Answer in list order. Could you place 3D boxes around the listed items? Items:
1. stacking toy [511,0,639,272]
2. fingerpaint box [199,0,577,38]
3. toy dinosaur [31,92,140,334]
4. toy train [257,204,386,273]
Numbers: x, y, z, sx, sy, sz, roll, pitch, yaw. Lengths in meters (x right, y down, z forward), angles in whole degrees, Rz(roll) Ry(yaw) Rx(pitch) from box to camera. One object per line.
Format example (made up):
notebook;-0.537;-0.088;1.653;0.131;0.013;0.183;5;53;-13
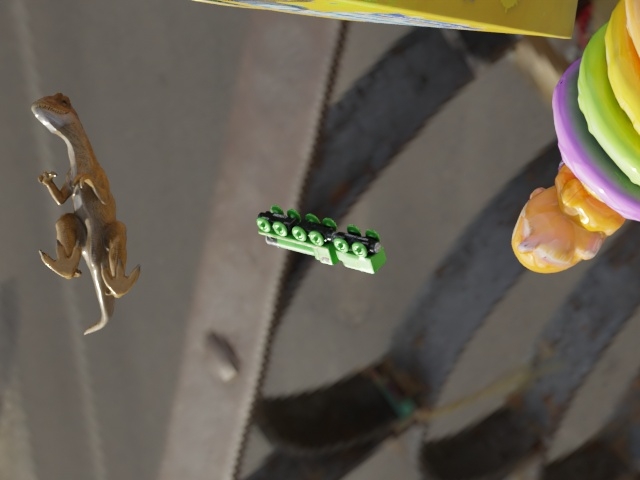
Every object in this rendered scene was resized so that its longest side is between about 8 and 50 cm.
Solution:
stacking toy;0.188;-0.069;1.035;0.165;0.175;0.302;51;139;7
fingerpaint box;-0.081;-0.246;1.362;0.371;0.445;0.163;11;97;35
toy dinosaur;-0.150;0.002;1.351;0.112;0.064;0.211;-95;0;-60
toy train;0.000;0.000;1.064;0.083;0.017;0.023;14;135;38
